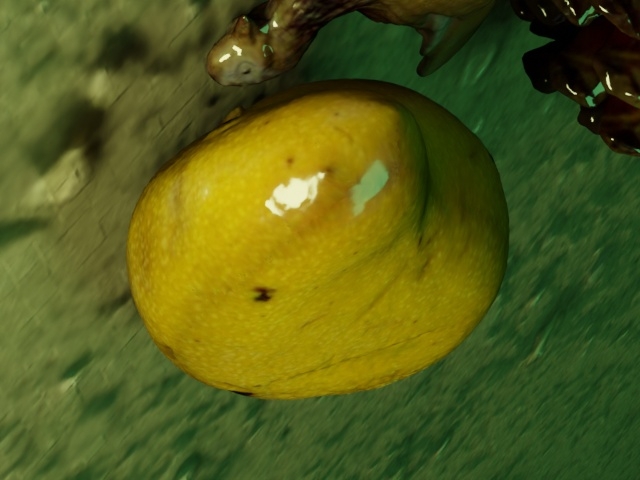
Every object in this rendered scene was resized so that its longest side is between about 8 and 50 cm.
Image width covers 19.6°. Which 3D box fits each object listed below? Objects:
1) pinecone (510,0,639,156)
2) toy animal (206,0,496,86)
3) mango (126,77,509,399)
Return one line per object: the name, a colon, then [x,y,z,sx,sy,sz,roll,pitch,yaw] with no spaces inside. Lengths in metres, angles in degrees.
pinecone: [0.212,-0.167,0.979,0.246,0.246,0.292,-36,169,-41]
toy animal: [0.037,-0.123,0.851,0.179,0.089,0.188,-40,165,12]
mango: [-0.002,-0.005,0.850,0.177,0.120,0.295,-28,159,3]
